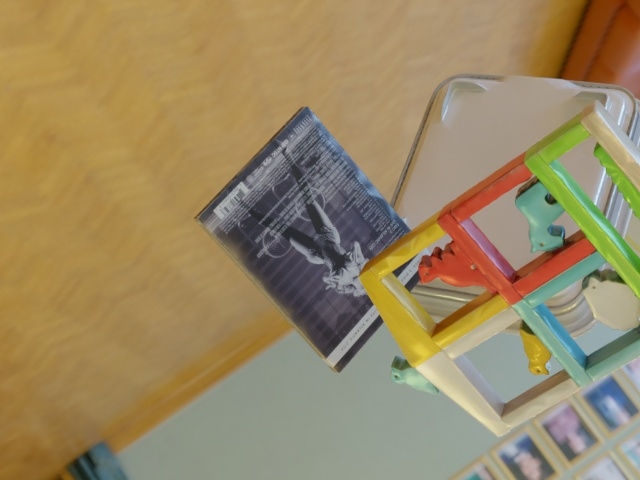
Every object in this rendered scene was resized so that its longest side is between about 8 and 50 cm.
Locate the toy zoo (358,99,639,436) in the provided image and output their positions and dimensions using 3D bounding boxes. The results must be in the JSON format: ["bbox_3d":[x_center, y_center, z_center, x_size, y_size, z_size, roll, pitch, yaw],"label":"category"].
[{"bbox_3d":[0.167,0.043,0.987,0.293,0.192,0.030,-36,-169,28],"label":"toy zoo"}]

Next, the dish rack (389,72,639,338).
[{"bbox_3d":[0.211,-0.061,1.373,0.333,0.285,0.072,-68,149,-25],"label":"dish rack"}]

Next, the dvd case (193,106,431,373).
[{"bbox_3d":[0.000,0.000,1.212,0.164,0.221,0.018,-48,-161,-19],"label":"dvd case"}]

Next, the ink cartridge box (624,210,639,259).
[{"bbox_3d":[0.577,-0.012,1.815,0.160,0.279,0.385,-41,158,0],"label":"ink cartridge box"}]
